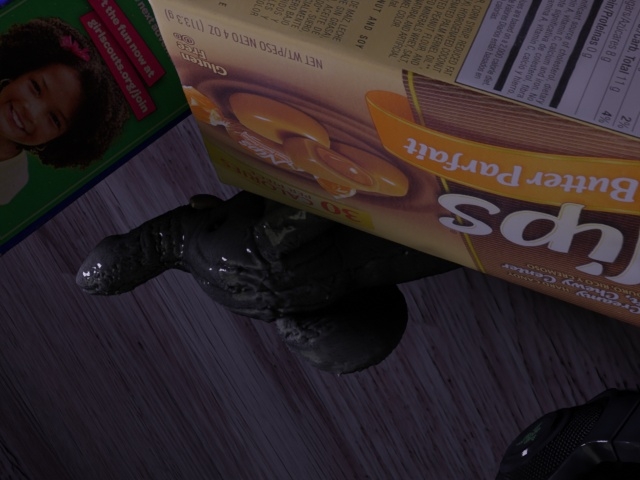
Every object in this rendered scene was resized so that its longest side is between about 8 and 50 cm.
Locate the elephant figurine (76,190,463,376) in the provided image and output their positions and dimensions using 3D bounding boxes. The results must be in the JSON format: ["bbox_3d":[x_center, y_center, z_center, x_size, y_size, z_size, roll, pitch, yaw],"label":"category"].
[{"bbox_3d":[0.000,0.000,0.836,0.169,0.239,0.186,53,153,-1],"label":"elephant figurine"}]

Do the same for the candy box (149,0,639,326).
[{"bbox_3d":[0.088,-0.055,0.651,0.317,0.087,0.183,19,159,16],"label":"candy box"}]

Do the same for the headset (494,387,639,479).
[{"bbox_3d":[0.184,0.234,0.891,0.394,0.185,0.243,-10,114,48],"label":"headset"}]

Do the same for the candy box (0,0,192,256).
[{"bbox_3d":[-0.160,-0.132,0.844,0.268,0.317,0.122,6,132,55],"label":"candy box"}]
